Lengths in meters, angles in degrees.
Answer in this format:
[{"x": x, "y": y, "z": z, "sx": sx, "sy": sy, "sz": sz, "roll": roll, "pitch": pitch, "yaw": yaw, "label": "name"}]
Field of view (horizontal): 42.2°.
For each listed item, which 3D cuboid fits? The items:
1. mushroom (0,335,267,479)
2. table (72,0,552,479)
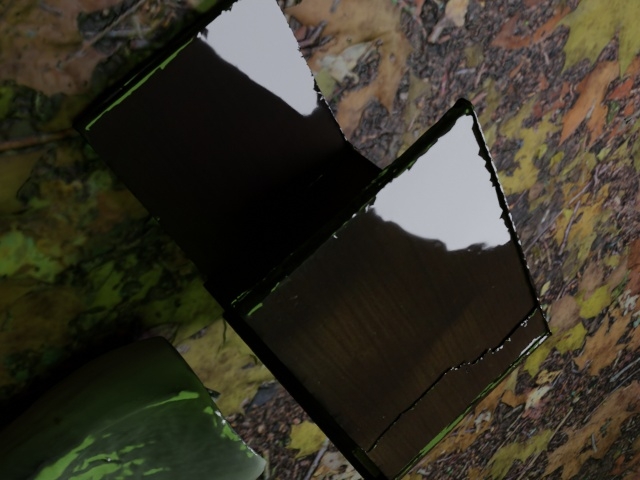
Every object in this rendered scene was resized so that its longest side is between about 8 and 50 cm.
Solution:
[{"x": -0.220, "y": 0.206, "z": 0.686, "sx": 0.329, "sy": 0.159, "sz": 0.122, "roll": -28, "pitch": 170, "yaw": -16, "label": "mushroom"}, {"x": 0.000, "y": 0.000, "z": 0.630, "sx": 0.196, "sy": 0.250, "sz": 0.282, "roll": -41, "pitch": 140, "yaw": -7, "label": "table"}]
